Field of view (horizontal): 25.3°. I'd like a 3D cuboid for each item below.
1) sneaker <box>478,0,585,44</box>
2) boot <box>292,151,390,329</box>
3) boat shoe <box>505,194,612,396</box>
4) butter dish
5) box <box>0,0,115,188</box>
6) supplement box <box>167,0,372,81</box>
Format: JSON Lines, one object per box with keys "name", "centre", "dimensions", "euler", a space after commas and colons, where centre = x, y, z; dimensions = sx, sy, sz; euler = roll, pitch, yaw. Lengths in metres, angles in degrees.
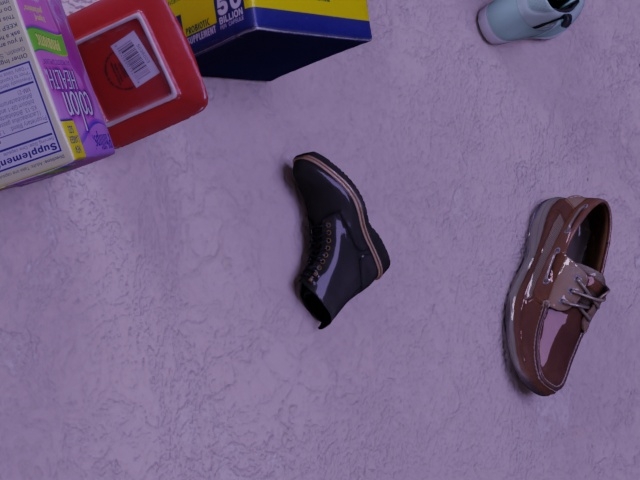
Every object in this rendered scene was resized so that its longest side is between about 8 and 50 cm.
{"name": "sneaker", "centre": [0.374, -0.368, 2.195], "dimensions": [0.256, 0.151, 0.094], "euler": [-26, 96, -45]}
{"name": "boot", "centre": [0.000, 0.000, 1.812], "dimensions": [0.137, 0.077, 0.198], "euler": [-46, 110, -34]}
{"name": "boat shoe", "centre": [0.358, 0.070, 2.095], "dimensions": [0.123, 0.116, 0.324], "euler": [30, 61, -35]}
{"name": "butter dish", "centre": [-0.205, -0.206, 1.636], "dimensions": [0.160, 0.160, 0.118], "euler": [66, 23, -8]}
{"name": "box", "centre": [-0.320, -0.179, 1.446], "dimensions": [0.213, 0.117, 0.242], "euler": [-63, 135, -84]}
{"name": "supplement box", "centre": [-0.093, -0.393, 1.733], "dimensions": [0.195, 0.194, 0.356], "euler": [-1, 80, -43]}
